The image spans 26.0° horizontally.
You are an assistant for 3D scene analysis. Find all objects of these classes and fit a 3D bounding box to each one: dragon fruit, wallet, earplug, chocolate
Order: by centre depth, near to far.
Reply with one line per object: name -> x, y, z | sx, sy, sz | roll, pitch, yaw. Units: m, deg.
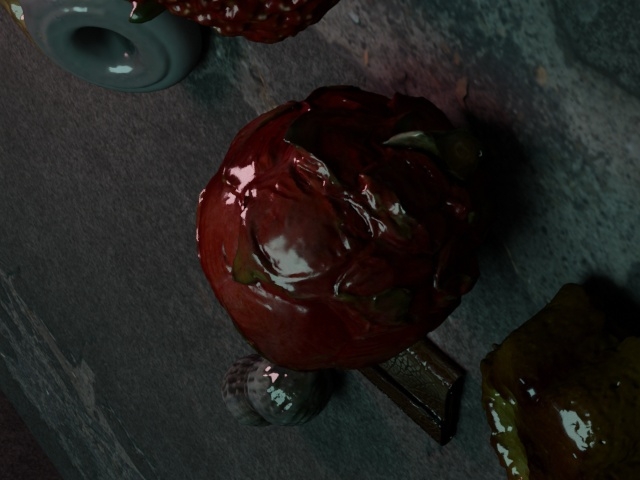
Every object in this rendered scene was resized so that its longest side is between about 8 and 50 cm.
dragon fruit -> 0.017, -0.011, 1.319 | 0.342, 0.277, 0.277 | -34, 88, 50
wallet -> 0.068, 0.126, 1.623 | 0.243, 0.039, 0.133 | 42, 148, 28
earplug -> -0.276, -0.310, 1.631 | 0.325, 0.175, 0.214 | 49, 145, -3
chocolate -> -0.060, 0.197, 1.833 | 0.110, 0.110, 0.248 | 59, 157, -1

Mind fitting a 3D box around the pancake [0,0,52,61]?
pancake -> -0.373, -0.359, 1.848 | 0.294, 0.049, 0.294 | 35, 144, 31

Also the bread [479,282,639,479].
bread -> 0.244, 0.168, 1.276 | 0.232, 0.135, 0.246 | 46, 155, 49

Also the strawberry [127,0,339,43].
strawberry -> -0.088, -0.337, 1.178 | 0.312, 0.267, 0.351 | 25, 153, 13
